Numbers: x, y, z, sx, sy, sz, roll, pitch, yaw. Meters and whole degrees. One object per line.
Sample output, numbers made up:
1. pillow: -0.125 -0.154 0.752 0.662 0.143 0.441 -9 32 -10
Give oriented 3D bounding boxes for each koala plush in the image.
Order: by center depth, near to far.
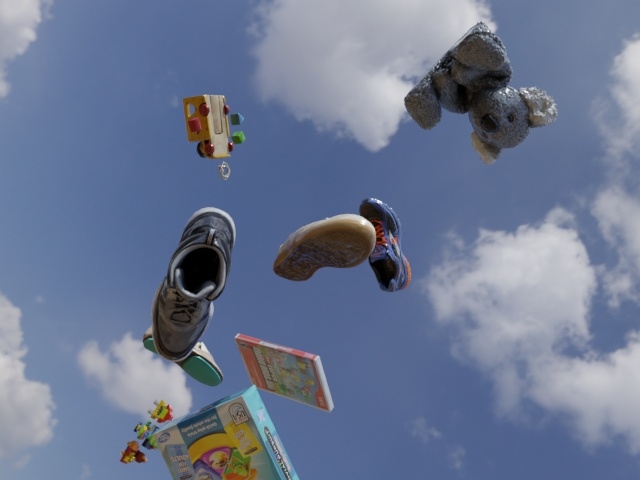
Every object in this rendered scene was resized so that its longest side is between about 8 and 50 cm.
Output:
1. koala plush: 0.301 -0.257 1.045 0.221 0.203 0.196 44 -53 -6

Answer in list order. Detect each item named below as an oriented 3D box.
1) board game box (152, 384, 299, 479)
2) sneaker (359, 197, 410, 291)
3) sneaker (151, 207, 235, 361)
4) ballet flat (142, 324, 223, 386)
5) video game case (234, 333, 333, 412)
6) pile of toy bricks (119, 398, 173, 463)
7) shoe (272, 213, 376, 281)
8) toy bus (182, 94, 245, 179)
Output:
1. board game box: -0.195 0.534 1.309 0.253 0.079 0.336 -27 -93 16
2. sneaker: 0.137 0.013 1.265 0.083 0.087 0.221 -19 -86 30
3. sneaker: -0.208 0.085 0.900 0.101 0.153 0.269 18 -79 -10
4. ballet flat: -0.446 0.370 1.936 0.107 0.106 0.316 -36 -62 25
5. video game case: -0.106 0.376 1.645 0.285 0.025 0.204 8 -52 32
6. pile of toy bricks: -0.519 0.622 1.816 0.105 0.212 0.118 24 -21 23
7. shoe: 0.000 0.000 0.705 0.076 0.058 0.219 27 -24 -19
8. toy bus: -0.304 -0.289 1.532 0.104 0.202 0.191 0 -34 28
